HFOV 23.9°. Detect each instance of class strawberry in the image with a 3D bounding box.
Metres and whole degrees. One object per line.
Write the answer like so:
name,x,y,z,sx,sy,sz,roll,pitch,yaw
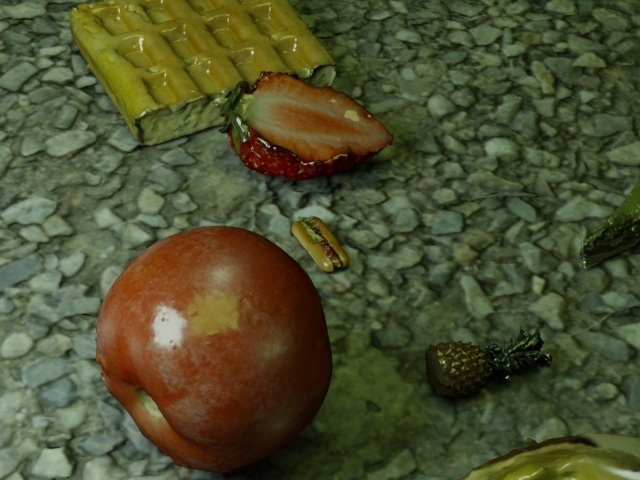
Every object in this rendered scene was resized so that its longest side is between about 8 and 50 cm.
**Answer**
strawberry,-0.016,-0.115,1.611,0.187,0.082,0.146,10,50,-3

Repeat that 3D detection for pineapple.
pineapple,0.161,0.111,1.410,0.124,0.058,0.058,-11,47,-15

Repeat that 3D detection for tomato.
tomato,-0.085,0.090,1.307,0.208,0.208,0.184,35,59,28

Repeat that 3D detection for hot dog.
hot dog,0.000,0.000,1.535,0.037,0.021,0.083,-22,51,-25

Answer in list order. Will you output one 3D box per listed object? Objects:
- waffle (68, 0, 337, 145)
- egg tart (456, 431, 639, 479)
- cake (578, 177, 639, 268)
waffle,-0.137,-0.217,1.722,0.248,0.055,0.221,-18,48,-20
egg tart,0.198,0.275,1.146,0.345,0.132,0.345,-11,49,13
cake,0.318,-0.013,1.549,0.055,0.051,0.140,31,53,23
